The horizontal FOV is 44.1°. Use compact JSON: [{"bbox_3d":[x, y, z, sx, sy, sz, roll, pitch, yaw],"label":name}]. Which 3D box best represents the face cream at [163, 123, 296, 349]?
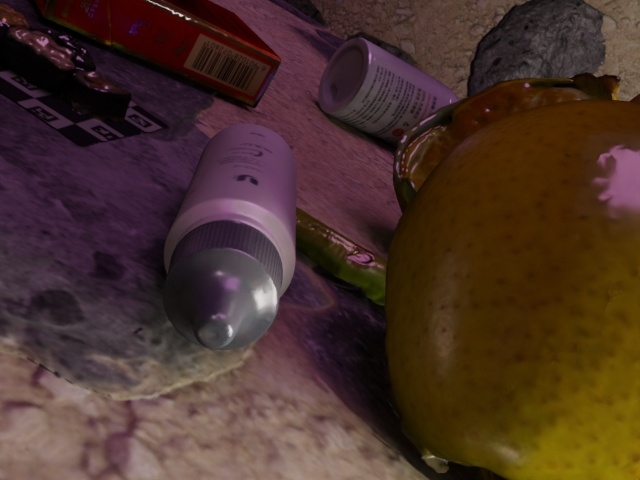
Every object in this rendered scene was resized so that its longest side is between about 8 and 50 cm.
[{"bbox_3d":[-0.061,-0.006,0.578,0.092,0.092,0.311,28,19,-13],"label":"face cream"}]

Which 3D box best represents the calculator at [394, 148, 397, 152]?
[{"bbox_3d":[0.236,-0.090,1.368,0.237,0.033,0.157,31,17,-10],"label":"calculator"}]

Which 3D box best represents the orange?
[{"bbox_3d":[0.231,-0.033,0.877,0.334,0.263,0.196,60,-13,27],"label":"orange"}]

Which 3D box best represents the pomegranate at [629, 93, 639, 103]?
[{"bbox_3d":[0.515,-0.013,1.014,0.417,0.416,0.416,29,19,-11],"label":"pomegranate"}]

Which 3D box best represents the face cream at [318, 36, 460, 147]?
[{"bbox_3d":[0.181,-0.233,1.464,0.370,0.145,0.145,20,22,-34],"label":"face cream"}]

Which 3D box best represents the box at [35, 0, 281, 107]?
[{"bbox_3d":[-0.229,-0.304,1.068,0.313,0.089,0.197,19,23,-38],"label":"box"}]

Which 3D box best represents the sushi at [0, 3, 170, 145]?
[{"bbox_3d":[-0.258,-0.180,0.764,0.215,0.050,0.192,34,18,4],"label":"sushi"}]

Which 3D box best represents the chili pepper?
[{"bbox_3d":[0.000,0.000,0.741,0.208,0.043,0.049,35,31,11],"label":"chili pepper"}]

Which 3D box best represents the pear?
[{"bbox_3d":[0.239,0.026,0.571,0.340,0.191,0.386,39,53,2],"label":"pear"}]
